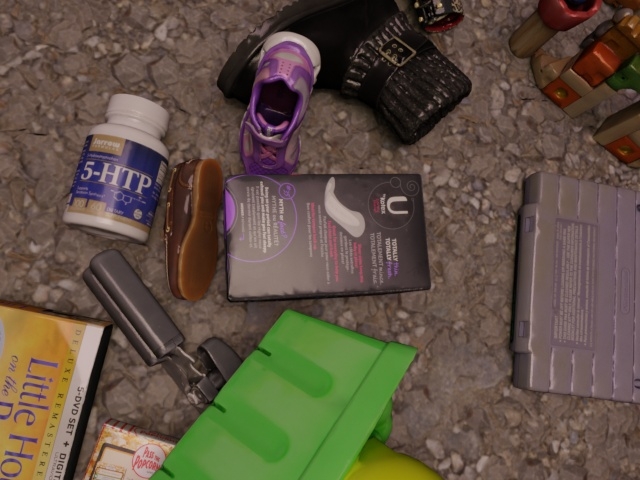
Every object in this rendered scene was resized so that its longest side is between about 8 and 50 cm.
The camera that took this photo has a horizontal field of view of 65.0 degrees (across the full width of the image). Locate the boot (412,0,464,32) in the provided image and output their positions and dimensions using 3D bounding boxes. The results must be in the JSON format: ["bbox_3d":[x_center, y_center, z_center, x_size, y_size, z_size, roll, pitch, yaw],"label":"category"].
[{"bbox_3d":[0.150,-0.440,0.804,0.236,0.085,0.179,-18,88,-51],"label":"boot"}]

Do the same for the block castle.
[{"bbox_3d":[0.586,-0.334,0.848,0.453,0.213,0.303,40,76,-3],"label":"block castle"}]

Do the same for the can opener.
[{"bbox_3d":[-0.208,0.128,0.704,0.284,0.076,0.095,53,44,1],"label":"can opener"}]

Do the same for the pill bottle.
[{"bbox_3d":[-0.273,-0.098,0.695,0.111,0.112,0.187,12,79,-9],"label":"pill bottle"}]

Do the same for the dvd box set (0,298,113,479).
[{"bbox_3d":[-0.508,0.208,0.614,0.419,0.062,0.308,14,84,-9],"label":"dvd box set"}]

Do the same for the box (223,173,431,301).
[{"bbox_3d":[0.000,0.000,0.714,0.270,0.143,0.166,-1,83,-11],"label":"box"}]

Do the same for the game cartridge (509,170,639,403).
[{"bbox_3d":[0.433,0.076,0.833,0.230,0.068,0.356,9,80,-6],"label":"game cartridge"}]

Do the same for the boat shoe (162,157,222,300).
[{"bbox_3d":[-0.190,-0.017,0.725,0.073,0.073,0.207,-1,75,27],"label":"boat shoe"}]

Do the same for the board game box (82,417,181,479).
[{"bbox_3d":[-0.247,0.354,0.660,0.146,0.045,0.194,20,78,-7],"label":"board game box"}]

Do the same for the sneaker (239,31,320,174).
[{"bbox_3d":[-0.066,-0.154,0.687,0.095,0.237,0.105,12,42,-7],"label":"sneaker"}]

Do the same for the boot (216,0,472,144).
[{"bbox_3d":[0.047,-0.240,0.769,0.347,0.131,0.260,-35,89,-15],"label":"boot"}]

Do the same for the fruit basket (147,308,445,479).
[{"bbox_3d":[0.022,0.299,0.554,0.391,0.283,0.392,2,56,-3],"label":"fruit basket"}]
